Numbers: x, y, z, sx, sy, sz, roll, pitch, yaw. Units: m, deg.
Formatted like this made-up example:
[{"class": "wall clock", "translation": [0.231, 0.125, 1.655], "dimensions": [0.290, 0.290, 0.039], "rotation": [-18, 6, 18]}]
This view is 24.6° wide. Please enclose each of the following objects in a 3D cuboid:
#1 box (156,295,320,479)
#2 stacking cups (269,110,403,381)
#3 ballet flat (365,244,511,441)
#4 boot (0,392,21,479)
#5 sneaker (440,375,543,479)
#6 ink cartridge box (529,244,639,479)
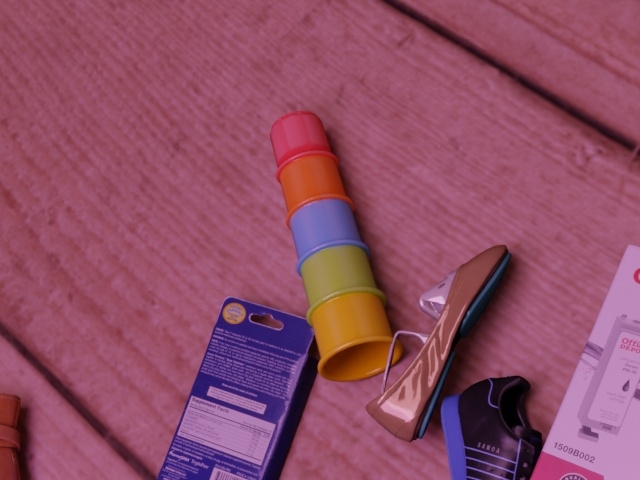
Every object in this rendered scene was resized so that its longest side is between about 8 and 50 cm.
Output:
[{"class": "box", "translation": [-0.086, 0.184, 1.647], "dimensions": [0.136, 0.036, 0.225], "rotation": [15, 81, 33]}, {"class": "stacking cups", "translation": [0.000, 0.000, 1.635], "dimensions": [0.096, 0.096, 0.316], "rotation": [-29, 59, 18]}, {"class": "ballet flat", "translation": [0.119, 0.094, 1.520], "dimensions": [0.073, 0.080, 0.232], "rotation": [26, 76, 11]}, {"class": "boot", "translation": [-0.491, 0.295, 1.794], "dimensions": [0.283, 0.109, 0.220], "rotation": [-7, 70, 25]}, {"class": "sneaker", "translation": [0.184, 0.243, 1.444], "dimensions": [0.090, 0.081, 0.232], "rotation": [-26, 60, 28]}, {"class": "ink cartridge box", "translation": [0.337, 0.168, 1.361], "dimensions": [0.207, 0.117, 0.283], "rotation": [19, 83, 34]}]
